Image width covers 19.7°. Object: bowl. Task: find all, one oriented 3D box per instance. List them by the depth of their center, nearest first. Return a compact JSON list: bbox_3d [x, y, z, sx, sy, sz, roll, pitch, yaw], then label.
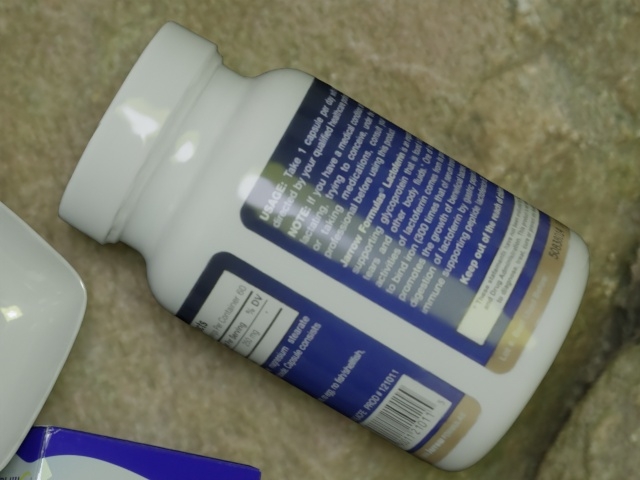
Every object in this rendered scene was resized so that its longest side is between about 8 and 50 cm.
[{"bbox_3d":[-0.205,0.042,0.957,0.142,0.053,0.142,42,52,-26],"label":"bowl"}]

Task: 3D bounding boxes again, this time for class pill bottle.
[{"bbox_3d":[0.000,0.000,1.006,0.264,0.153,0.153,31,75,-4],"label":"pill bottle"}]

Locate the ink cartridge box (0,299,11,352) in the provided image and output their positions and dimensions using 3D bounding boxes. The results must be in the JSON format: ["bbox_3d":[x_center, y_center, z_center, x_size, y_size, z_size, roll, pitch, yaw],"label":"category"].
[{"bbox_3d":[-0.347,0.121,0.914,0.308,0.091,0.385,42,56,-24],"label":"ink cartridge box"}]

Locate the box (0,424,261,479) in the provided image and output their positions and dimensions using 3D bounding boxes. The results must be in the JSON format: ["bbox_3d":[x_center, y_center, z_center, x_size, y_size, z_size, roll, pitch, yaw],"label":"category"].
[{"bbox_3d":[-0.111,0.176,0.980,0.126,0.072,0.137,14,76,-22],"label":"box"}]
